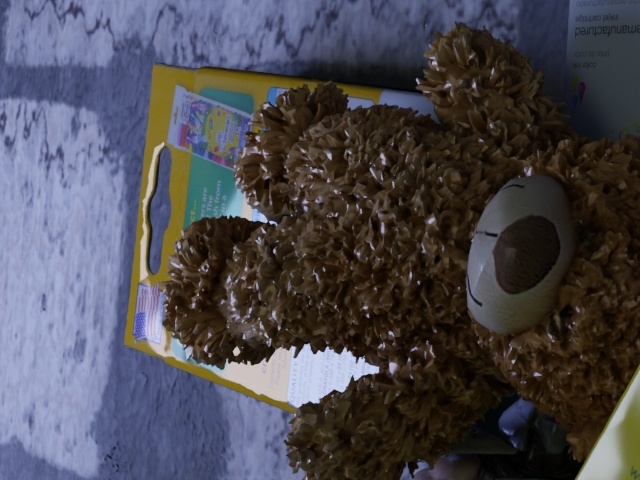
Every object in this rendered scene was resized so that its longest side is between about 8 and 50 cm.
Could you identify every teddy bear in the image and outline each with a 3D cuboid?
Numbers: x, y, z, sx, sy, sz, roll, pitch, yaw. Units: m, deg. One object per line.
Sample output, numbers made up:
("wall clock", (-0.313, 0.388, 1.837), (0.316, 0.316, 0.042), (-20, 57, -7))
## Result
("teddy bear", (0.043, 0.001, 0.892), (0.245, 0.113, 0.338), (-44, 37, -6))

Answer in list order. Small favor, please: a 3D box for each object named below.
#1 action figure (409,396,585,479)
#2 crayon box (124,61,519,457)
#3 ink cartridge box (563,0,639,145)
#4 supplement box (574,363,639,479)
("action figure", (0.098, 0.194, 0.924), (0.099, 0.185, 0.285), (-119, 39, -78))
("crayon box", (0.000, 0.000, 1.147), (0.323, 0.083, 0.203), (14, 100, 53))
("ink cartridge box", (0.185, -0.044, 0.902), (0.127, 0.072, 0.175), (5, 93, 54))
("supplement box", (0.235, 0.125, 0.723), (0.195, 0.194, 0.356), (51, 128, 42))
